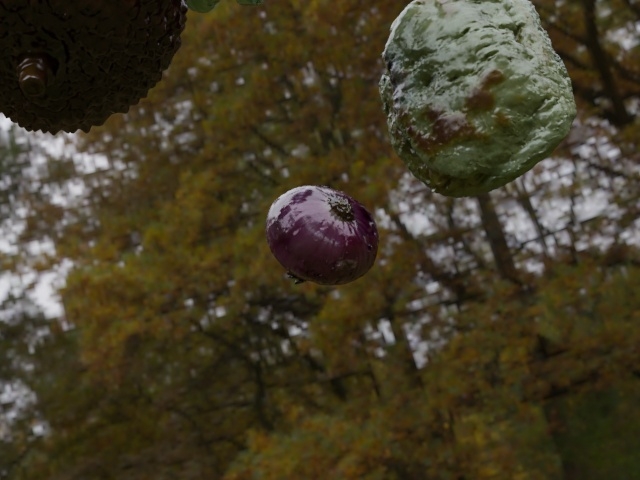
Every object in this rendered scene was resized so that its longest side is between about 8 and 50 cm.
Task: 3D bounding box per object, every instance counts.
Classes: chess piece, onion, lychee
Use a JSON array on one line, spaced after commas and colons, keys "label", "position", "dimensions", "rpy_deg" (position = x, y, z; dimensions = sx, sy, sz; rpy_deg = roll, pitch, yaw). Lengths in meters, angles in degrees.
[{"label": "chess piece", "position": [-0.120, -0.319, 1.543], "dimensions": [0.103, 0.067, 0.067], "rpy_deg": [11, -3, 33]}, {"label": "onion", "position": [0.000, 0.000, 1.190], "dimensions": [0.115, 0.115, 0.104], "rpy_deg": [2, -52, -41]}, {"label": "lychee", "position": [-0.262, -0.243, 1.189], "dimensions": [0.276, 0.304, 0.275], "rpy_deg": [1, -43, 1]}]

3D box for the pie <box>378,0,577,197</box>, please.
[{"label": "pie", "position": [0.152, -0.161, 1.281], "dimensions": [0.201, 0.248, 0.090], "rpy_deg": [-27, -28, 15]}]
